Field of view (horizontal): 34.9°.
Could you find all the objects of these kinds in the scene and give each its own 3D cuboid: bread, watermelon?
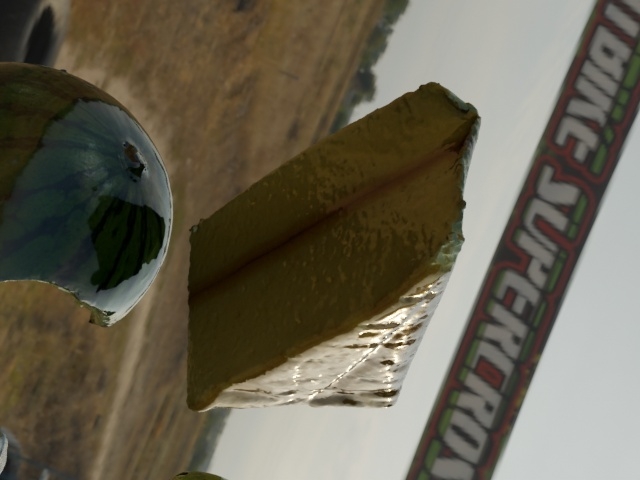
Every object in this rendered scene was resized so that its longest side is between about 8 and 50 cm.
[{"bbox_3d":[0.000,0.000,1.001,0.361,0.245,0.233,108,-19,-59],"label":"bread"},{"bbox_3d":[-0.266,-0.063,1.130,0.331,0.190,0.330,-15,90,-78],"label":"watermelon"}]

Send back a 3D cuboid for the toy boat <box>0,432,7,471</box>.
[{"bbox_3d":[-0.519,0.372,1.493,0.206,0.096,0.282,-52,171,-15],"label":"toy boat"}]

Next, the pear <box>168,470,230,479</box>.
[{"bbox_3d":[-0.165,0.454,1.537,0.187,0.220,0.187,-49,-177,4],"label":"pear"}]
